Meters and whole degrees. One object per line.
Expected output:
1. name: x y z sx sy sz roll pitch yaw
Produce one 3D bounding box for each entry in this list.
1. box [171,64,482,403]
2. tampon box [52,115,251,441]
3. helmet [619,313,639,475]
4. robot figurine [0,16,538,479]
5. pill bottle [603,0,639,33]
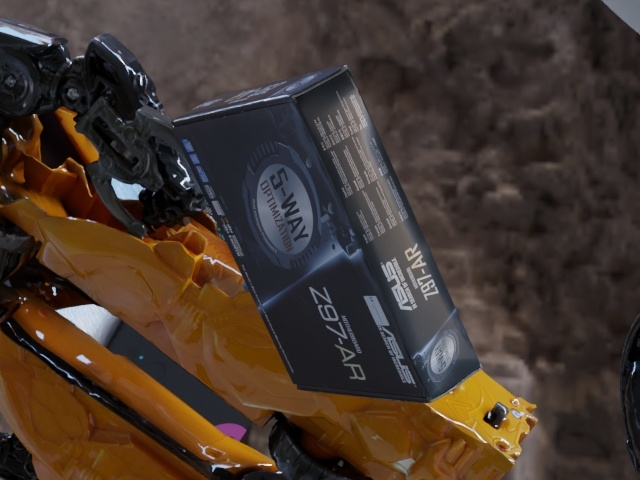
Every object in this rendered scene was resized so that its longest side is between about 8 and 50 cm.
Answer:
1. box: 0.000 0.000 0.389 0.018 0.083 0.067 -31 15 -28
2. tampon box: -0.078 0.029 0.910 0.120 0.101 0.161 19 -69 -35
3. helmet: 0.265 0.085 0.845 0.161 0.169 0.169 -8 -19 -14
4. robot figurine: -0.071 0.040 0.621 0.291 0.085 0.211 37 -63 6
5. pill bottle: 0.198 -0.202 0.435 0.181 0.323 0.181 27 -17 9
